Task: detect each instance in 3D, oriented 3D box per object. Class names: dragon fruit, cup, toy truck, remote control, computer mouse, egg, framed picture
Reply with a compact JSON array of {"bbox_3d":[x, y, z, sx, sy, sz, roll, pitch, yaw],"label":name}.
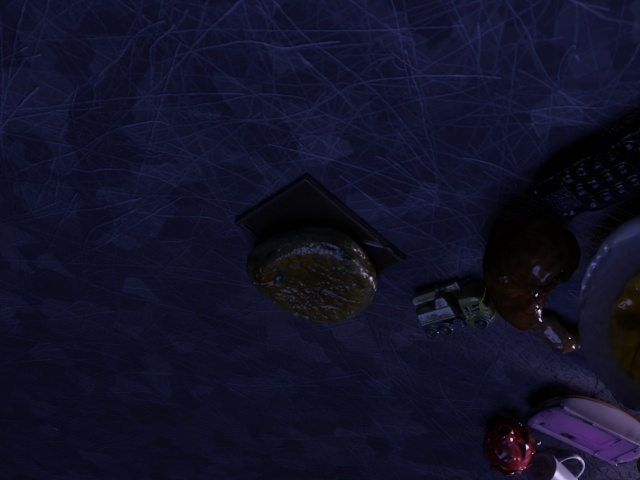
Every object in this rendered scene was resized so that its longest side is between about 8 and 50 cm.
[{"bbox_3d":[0.458,0.500,2.061,0.136,0.133,0.166,-37,133,-10],"label":"dragon fruit"},{"bbox_3d":[0.606,0.603,2.174,0.133,0.136,0.099,44,164,-30],"label":"cup"},{"bbox_3d":[0.271,0.134,1.735,0.169,0.077,0.100,-15,118,31],"label":"toy truck"},{"bbox_3d":[0.535,-0.147,1.368,0.145,0.062,0.399,37,133,-27],"label":"remote control"},{"bbox_3d":[0.633,0.440,1.986,0.310,0.071,0.158,26,138,-15],"label":"computer mouse"},{"bbox_3d":[0.683,0.135,1.456,0.340,0.354,0.354,9,143,-27],"label":"egg"},{"bbox_3d":[0.000,0.000,1.692,0.289,0.016,0.213,38,132,-27],"label":"framed picture"}]

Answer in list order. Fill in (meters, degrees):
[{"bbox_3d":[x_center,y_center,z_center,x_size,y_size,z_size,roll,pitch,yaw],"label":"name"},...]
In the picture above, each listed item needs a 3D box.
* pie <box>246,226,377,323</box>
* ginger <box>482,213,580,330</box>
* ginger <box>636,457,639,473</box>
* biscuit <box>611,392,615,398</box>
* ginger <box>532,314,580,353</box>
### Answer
[{"bbox_3d":[-0.012,0.071,1.711,0.277,0.078,0.277,5,143,4],"label":"pie"},{"bbox_3d":[0.382,0.046,1.551,0.165,0.172,0.321,-15,156,-1],"label":"ginger"},{"bbox_3d":[0.926,0.558,2.039,0.290,0.089,0.137,9,147,1],"label":"ginger"},{"bbox_3d":[0.744,0.307,1.826,0.219,0.055,0.061,-22,113,33],"label":"biscuit"},{"bbox_3d":[0.575,0.193,1.742,0.259,0.065,0.149,21,125,-1],"label":"ginger"}]
